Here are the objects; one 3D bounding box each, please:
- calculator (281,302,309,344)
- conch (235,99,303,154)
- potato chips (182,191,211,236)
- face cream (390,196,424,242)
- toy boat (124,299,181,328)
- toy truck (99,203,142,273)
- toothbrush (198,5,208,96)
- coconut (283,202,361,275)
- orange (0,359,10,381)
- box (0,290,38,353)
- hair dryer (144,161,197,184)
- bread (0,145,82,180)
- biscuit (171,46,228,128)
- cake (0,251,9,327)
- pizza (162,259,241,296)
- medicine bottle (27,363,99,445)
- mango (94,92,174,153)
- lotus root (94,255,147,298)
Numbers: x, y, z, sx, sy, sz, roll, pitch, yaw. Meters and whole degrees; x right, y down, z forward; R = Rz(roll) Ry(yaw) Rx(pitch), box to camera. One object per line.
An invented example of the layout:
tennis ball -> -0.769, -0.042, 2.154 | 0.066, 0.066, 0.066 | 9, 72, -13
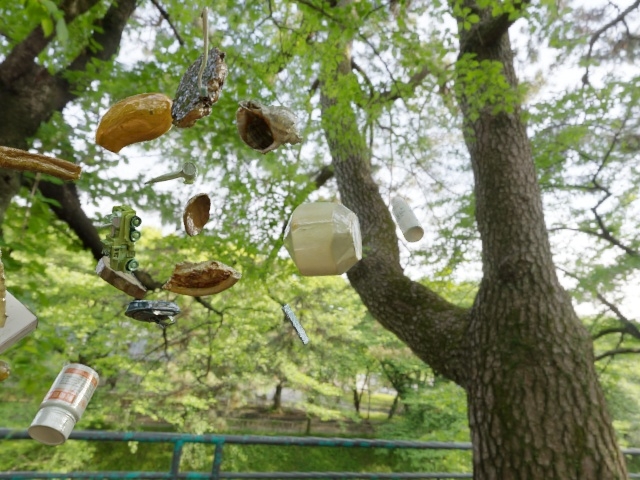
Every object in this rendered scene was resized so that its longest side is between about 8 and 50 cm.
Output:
calculator -> -0.098, 0.325, 1.804 | 0.018, 0.171, 0.057 | -32, -1, 21
conch -> -0.201, -0.461, 1.893 | 0.291, 0.210, 0.159 | 34, 19, 15
potato chips -> -0.466, -0.099, 1.737 | 0.049, 0.150, 0.201 | 31, -25, 17
face cream -> 0.331, -0.091, 1.820 | 0.082, 0.269, 0.081 | -4, -58, -6
toy boat -> -0.624, 0.268, 1.716 | 0.093, 0.103, 0.246 | -27, -21, 16
toy truck -> -0.778, -0.002, 1.781 | 0.128, 0.259, 0.135 | 25, 26, 34
toothbrush -> -0.312, -0.493, 1.233 | 0.026, 0.022, 0.262 | 5, -38, -11
coconut -> 0.000, 0.000, 1.797 | 0.324, 0.322, 0.323 | 5, -15, 1
orange -> -1.091, 0.438, 1.555 | 0.095, 0.085, 0.085 | -7, -15, -2
box -> -1.095, 0.253, 1.503 | 0.252, 0.203, 0.106 | 43, -46, -2
hair dryer -> -0.678, -0.277, 2.109 | 0.237, 0.075, 0.206 | -16, -6, -19
bread -> -1.027, -0.277, 1.692 | 0.271, 0.077, 0.139 | 10, 2, -41
biscuit -> -0.443, -0.561, 1.725 | 0.290, 0.333, 0.081 | -5, -25, 43
cake -> -0.799, 0.088, 0.874 | 0.223, 0.227, 0.286 | 18, 21, 23
pizza -> -0.381, 0.122, 1.472 | 0.272, 0.056, 0.134 | 1, -49, 7
medicine bottle -> -0.894, 0.572, 1.629 | 0.145, 0.252, 0.144 | 1, -51, 2
mango -> -0.746, -0.479, 1.871 | 0.360, 0.144, 0.186 | -23, -57, -6
lotus root -> -0.880, 0.152, 2.007 | 0.261, 0.074, 0.170 | 33, -6, 36
